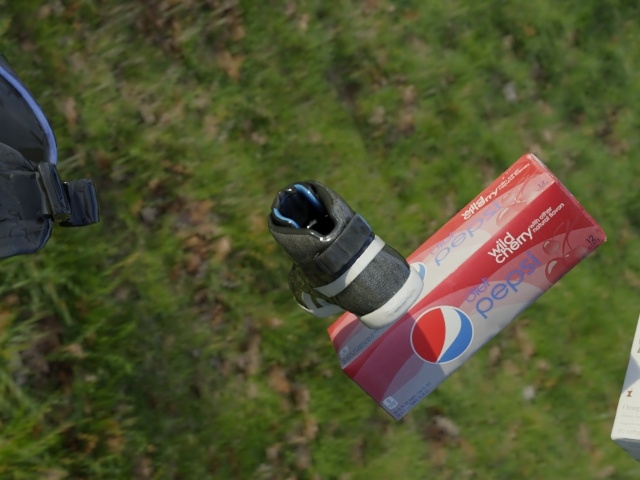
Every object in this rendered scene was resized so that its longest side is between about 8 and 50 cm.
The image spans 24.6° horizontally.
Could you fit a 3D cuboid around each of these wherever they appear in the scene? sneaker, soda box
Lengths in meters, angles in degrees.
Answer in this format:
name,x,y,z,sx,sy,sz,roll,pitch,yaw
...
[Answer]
name,x,y,z,sx,sy,sz,roll,pitch,yaw
sneaker,0.000,0.000,1.199,0.079,0.217,0.121,-46,106,-13
soda box,0.133,0.042,1.371,0.083,0.263,0.092,44,9,-22

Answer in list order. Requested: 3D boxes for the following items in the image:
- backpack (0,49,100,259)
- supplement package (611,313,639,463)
name,x,y,z,sx,sy,sz,roll,pitch,yaw
backpack,-0.291,-0.050,0.668,0.263,0.213,0.276,-38,102,-21
supplement package,0.388,0.146,1.532,0.105,0.105,0.179,39,60,-42
